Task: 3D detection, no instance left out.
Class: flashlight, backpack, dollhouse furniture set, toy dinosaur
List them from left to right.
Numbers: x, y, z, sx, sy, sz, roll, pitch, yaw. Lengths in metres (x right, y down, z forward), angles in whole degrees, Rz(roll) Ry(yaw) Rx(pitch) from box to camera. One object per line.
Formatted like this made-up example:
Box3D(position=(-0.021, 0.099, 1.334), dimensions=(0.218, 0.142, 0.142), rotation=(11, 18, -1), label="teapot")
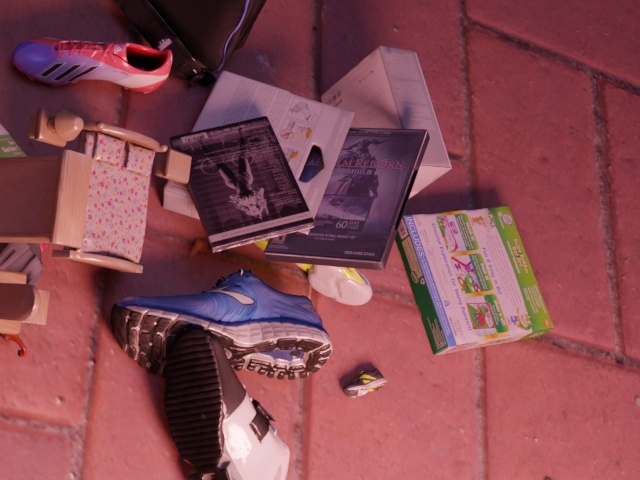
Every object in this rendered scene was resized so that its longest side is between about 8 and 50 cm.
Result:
Box3D(position=(-0.435, 0.125, 1.466), dimensions=(0.090, 0.047, 0.082), rotation=(5, 38, -50), label="toy dinosaur")
Box3D(position=(-0.373, -0.030, 1.543), dimensions=(0.103, 0.103, 0.304), rotation=(22, 48, 12), label="flashlight")
Box3D(position=(-0.275, -0.011, 1.455), dimensions=(0.356, 0.174, 0.303), rotation=(14, 79, -52), label="dollhouse furniture set")
Box3D(position=(-0.211, -0.446, 1.772), dimensions=(0.263, 0.276, 0.213), rotation=(35, 48, -2), label="backpack")

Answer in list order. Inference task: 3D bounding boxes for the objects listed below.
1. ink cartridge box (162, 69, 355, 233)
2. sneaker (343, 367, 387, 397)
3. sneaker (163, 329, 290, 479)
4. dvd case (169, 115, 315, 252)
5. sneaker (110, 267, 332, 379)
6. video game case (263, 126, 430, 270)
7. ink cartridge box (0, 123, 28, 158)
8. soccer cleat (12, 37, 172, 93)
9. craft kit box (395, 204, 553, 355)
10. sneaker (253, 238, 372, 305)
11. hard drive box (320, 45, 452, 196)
Box3D(position=(-0.096, -0.134, 1.742), dimensions=(0.239, 0.060, 0.275), rotation=(18, 56, 4), label="ink cartridge box")
Box3D(position=(0.067, 0.229, 1.725), dimensions=(0.083, 0.031, 0.035), rotation=(-8, 57, -37), label="sneaker")
Box3D(position=(-0.120, 0.279, 1.527), dimensions=(0.146, 0.122, 0.330), rotation=(-15, 94, -48), label="sneaker")
Box3D(position=(-0.123, -0.091, 1.664), dimensions=(0.165, 0.018, 0.221), rotation=(-15, 59, -17), label="dvd case")
Box3D(position=(-0.152, 0.122, 1.609), dimensions=(0.330, 0.129, 0.147), rotation=(8, 41, -21), label="sneaker")
Box3D(position=(0.045, -0.073, 1.689), dimensions=(0.026, 0.196, 0.274), rotation=(65, 37, -47), label="video game case")
Box3D(position=(-0.534, -0.139, 1.471), dimensions=(0.219, 0.160, 0.092), rotation=(51, 18, 2), label="ink cartridge box")
Box3D(position=(-0.358, -0.290, 1.699), dimensions=(0.248, 0.095, 0.083), rotation=(6, 64, -28), label="soccer cleat")
Box3D(position=(0.271, 0.065, 1.907), dimensions=(0.247, 0.061, 0.249), rotation=(-6, 70, -29), label="craft kit box")
Box3D(position=(0.000, 0.000, 1.761), dimensions=(0.240, 0.091, 0.126), rotation=(36, 53, -8), label="sneaker")
Box3D(position=(0.109, -0.189, 1.859), dimensions=(0.089, 0.181, 0.232), rotation=(2, 66, -38), label="hard drive box")
